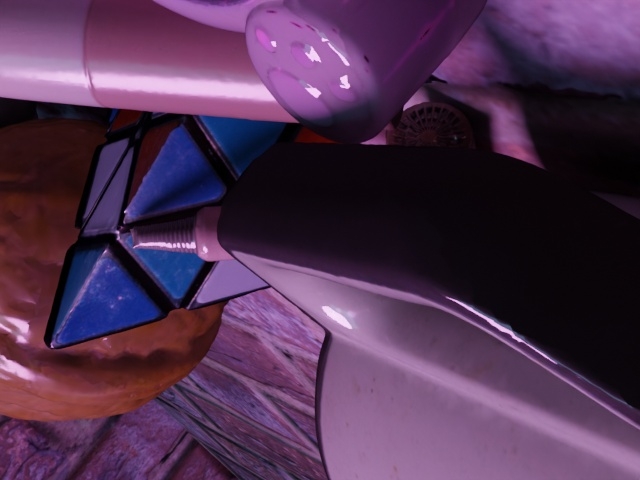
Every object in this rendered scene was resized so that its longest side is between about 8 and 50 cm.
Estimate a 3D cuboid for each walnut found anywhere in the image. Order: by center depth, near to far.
[{"bbox_3d":[-0.241,0.032,1.069,0.333,0.333,0.333,35,162,13],"label":"walnut"}]

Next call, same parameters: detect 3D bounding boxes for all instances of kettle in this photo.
[{"bbox_3d":[0.148,0.082,0.456,0.361,0.250,0.377,33,172,-36],"label":"kettle"}]

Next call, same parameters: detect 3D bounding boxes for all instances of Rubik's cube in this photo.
[{"bbox_3d":[-0.076,-0.086,0.838,0.250,0.284,0.234,11,-154,-40],"label":"Rubik's cube"}]

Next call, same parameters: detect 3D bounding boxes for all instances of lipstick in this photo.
[{"bbox_3d":[-0.082,-0.104,0.598,0.254,0.070,0.070,6,154,11],"label":"lipstick"}]

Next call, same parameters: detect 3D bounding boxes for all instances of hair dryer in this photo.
[{"bbox_3d":[0.000,0.007,0.717,0.220,0.053,0.195,-13,148,8],"label":"hair dryer"}]

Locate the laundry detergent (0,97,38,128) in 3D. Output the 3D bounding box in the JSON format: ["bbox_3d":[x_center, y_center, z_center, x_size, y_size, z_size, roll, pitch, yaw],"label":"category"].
[{"bbox_3d":[-0.371,-0.188,1.061,0.264,0.124,0.398,27,161,30],"label":"laundry detergent"}]

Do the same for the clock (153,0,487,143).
[{"bbox_3d":[-0.069,-0.205,0.426,0.295,0.113,0.322,33,161,20],"label":"clock"}]
